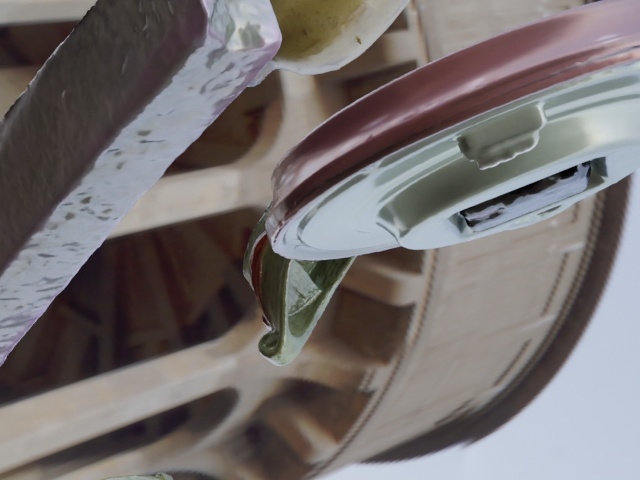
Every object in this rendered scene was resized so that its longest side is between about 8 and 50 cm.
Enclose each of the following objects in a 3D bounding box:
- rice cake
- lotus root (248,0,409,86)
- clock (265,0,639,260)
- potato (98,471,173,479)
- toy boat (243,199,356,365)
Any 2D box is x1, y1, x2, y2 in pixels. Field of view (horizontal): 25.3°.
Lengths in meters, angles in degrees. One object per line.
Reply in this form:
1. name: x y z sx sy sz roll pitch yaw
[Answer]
1. rice cake: -0.128 -0.021 0.666 0.365 0.056 0.073 -44 -122 38
2. lotus root: 0.009 -0.239 1.105 0.160 0.146 0.284 38 -90 4
3. clock: 0.089 -0.042 0.672 0.244 0.244 0.056 -29 -102 40
4. potato: -0.144 0.298 1.044 0.169 0.143 0.248 -5 -96 6
5. toy boat: -0.001 0.000 1.011 0.071 0.089 0.185 25 -105 37
